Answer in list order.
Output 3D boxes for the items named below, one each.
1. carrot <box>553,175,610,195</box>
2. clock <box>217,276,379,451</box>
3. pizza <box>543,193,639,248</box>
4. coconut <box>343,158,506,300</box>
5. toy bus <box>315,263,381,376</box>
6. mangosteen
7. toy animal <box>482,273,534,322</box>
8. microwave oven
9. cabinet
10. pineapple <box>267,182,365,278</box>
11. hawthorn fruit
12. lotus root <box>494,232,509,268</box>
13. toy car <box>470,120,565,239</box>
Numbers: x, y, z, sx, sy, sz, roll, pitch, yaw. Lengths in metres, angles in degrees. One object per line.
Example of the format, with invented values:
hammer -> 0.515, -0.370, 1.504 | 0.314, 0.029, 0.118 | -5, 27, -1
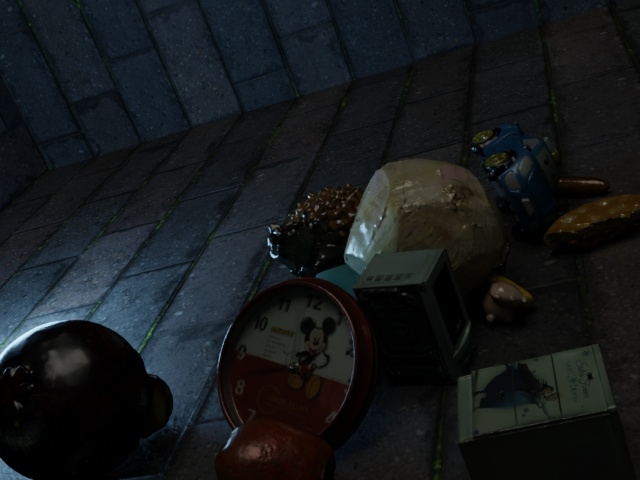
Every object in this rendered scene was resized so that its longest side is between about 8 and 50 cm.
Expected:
carrot -> 0.572, -0.121, 1.885 | 0.139, 0.048, 0.048 | 4, 34, 42
clock -> -0.041, 0.219, 1.451 | 0.318, 0.080, 0.318 | -13, 66, 32
pizza -> 0.561, -0.037, 1.698 | 0.246, 0.058, 0.127 | -24, 22, -11
coconut -> 0.206, -0.020, 1.616 | 0.297, 0.254, 0.297 | 20, 27, -11
toy bus -> 0.046, 0.156, 1.610 | 0.128, 0.147, 0.256 | -17, 23, 15
mangosteen -> -0.449, 0.299, 1.563 | 0.330, 0.330, 0.330 | -18, 24, 8
toy animal -> 0.336, 0.117, 1.550 | 0.082, 0.091, 0.114 | -61, 3, 10
microwave oven -> 0.163, 0.135, 1.473 | 0.162, 0.208, 0.122 | -7, 27, 31
cabinet -> 0.304, 0.257, 1.167 | 0.206, 0.150, 0.145 | -15, 24, 16
pineapple -> 0.000, 0.002, 1.810 | 0.223, 0.222, 0.357 | -10, 8, 25
hawthorn fruit -> -0.067, 0.350, 1.265 | 0.189, 0.189, 0.189 | -18, 24, 8
lotus root -> 0.330, 0.000, 1.790 | 0.135, 0.095, 0.159 | -12, 65, 34
toy car -> 0.439, -0.141, 1.832 | 0.166, 0.198, 0.314 | -28, 21, 12
